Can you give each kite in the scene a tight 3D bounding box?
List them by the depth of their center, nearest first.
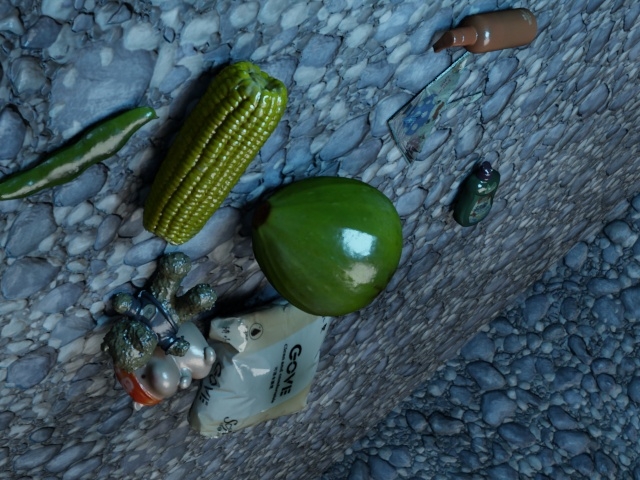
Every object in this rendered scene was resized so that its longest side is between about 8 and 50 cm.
[{"bbox_3d":[0.257,-0.291,1.894,0.314,0.011,0.335,-20,149,-38],"label":"kite"}]

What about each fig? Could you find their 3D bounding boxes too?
[{"bbox_3d":[0.000,0.000,1.709,0.316,0.316,0.316,-32,153,-18],"label":"fig"}]

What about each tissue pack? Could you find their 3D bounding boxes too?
[{"bbox_3d":[-0.146,0.289,2.080,0.390,0.195,0.376,-13,131,-44],"label":"tissue pack"}]

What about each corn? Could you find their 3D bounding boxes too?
[{"bbox_3d":[-0.183,-0.135,1.394,0.131,0.131,0.344,-2,134,-53],"label":"corn"}]

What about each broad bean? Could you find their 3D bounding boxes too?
[{"bbox_3d":[-0.372,-0.120,1.259,0.297,0.043,0.060,-32,144,-15],"label":"broad bean"}]

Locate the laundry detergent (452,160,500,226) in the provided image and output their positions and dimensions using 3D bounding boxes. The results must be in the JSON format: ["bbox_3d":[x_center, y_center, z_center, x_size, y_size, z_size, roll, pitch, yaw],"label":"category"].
[{"bbox_3d":[0.440,-0.140,2.318,0.144,0.078,0.222,-29,150,-28],"label":"laundry detergent"}]

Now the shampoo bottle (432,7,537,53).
[{"bbox_3d":[0.336,-0.421,1.714,0.244,0.085,0.085,-18,147,-35],"label":"shampoo bottle"}]

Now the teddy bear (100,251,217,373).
[{"bbox_3d":[-0.317,0.149,1.673,0.251,0.182,0.129,-45,-174,-3],"label":"teddy bear"}]

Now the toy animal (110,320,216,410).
[{"bbox_3d":[-0.335,0.252,1.781,0.197,0.171,0.171,-25,151,-26],"label":"toy animal"}]
